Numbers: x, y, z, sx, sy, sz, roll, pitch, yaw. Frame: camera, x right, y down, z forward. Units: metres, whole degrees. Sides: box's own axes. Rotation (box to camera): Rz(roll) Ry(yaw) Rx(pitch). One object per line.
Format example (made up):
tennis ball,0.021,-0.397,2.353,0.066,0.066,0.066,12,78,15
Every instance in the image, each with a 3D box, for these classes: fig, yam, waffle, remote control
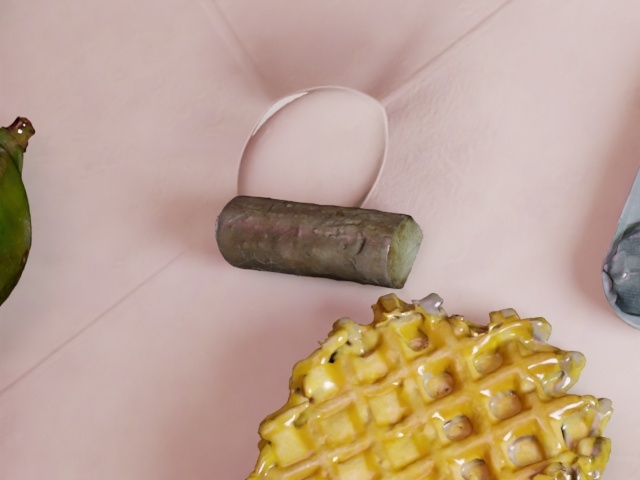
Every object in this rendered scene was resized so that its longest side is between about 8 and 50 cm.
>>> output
fig,-0.341,-0.023,1.812,0.195,0.195,0.245,6,33,31
yam,0.000,0.000,1.659,0.169,0.068,0.068,8,69,28
waffle,0.078,0.160,1.495,0.262,0.060,0.280,16,62,25
remote control,0.295,-0.038,1.521,0.104,0.052,0.247,15,73,35
